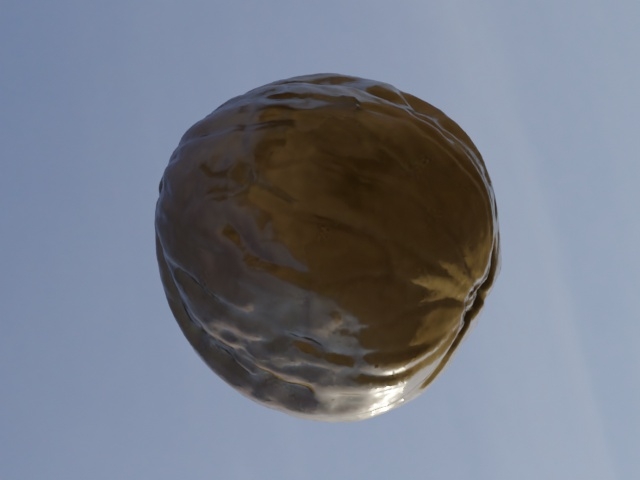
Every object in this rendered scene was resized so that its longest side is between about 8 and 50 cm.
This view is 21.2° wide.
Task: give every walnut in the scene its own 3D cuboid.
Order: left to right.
[{"bbox_3d":[0.000,0.000,1.066,0.228,0.228,0.228,31,-133,-40],"label":"walnut"}]
